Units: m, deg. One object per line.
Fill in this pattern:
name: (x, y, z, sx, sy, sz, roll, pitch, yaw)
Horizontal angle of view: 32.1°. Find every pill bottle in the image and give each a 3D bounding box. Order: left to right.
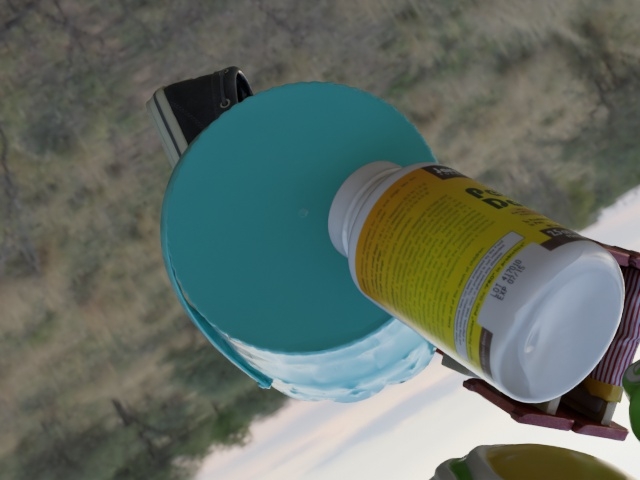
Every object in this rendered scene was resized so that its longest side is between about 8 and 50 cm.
pill bottle: (0.101, 0.017, 0.796, 0.117, 0.117, 0.215, -28, -141, -25)

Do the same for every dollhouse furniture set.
dollhouse furniture set: (0.218, 0.075, 1.294, 0.152, 0.201, 0.374, 14, -176, -25)

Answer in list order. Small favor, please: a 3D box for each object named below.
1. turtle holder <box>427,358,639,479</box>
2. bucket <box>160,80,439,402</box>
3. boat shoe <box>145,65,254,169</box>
turtle holder: (0.128, 0.218, 0.667, 0.243, 0.320, 0.227, 0, -152, 0)
bucket: (0.000, 0.000, 1.003, 0.281, 0.281, 0.183, -31, 161, 1)
boat shoe: (-0.075, -0.041, 1.486, 0.156, 0.500, 0.187, -30, 151, 3)
